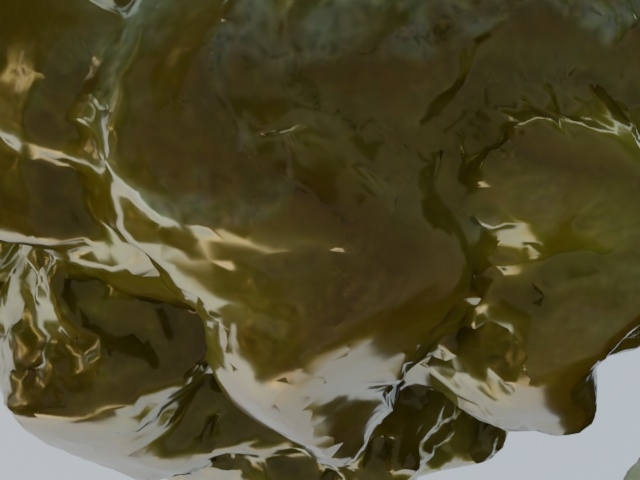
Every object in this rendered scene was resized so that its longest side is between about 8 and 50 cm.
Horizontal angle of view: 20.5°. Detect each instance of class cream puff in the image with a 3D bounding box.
[{"bbox_3d":[0.000,0.000,0.787,0.378,0.378,0.275,0,-83,-28],"label":"cream puff"}]

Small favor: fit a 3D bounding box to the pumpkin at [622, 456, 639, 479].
[{"bbox_3d":[0.287,0.185,0.828,0.332,0.332,0.199,-25,-64,-23],"label":"pumpkin"}]
